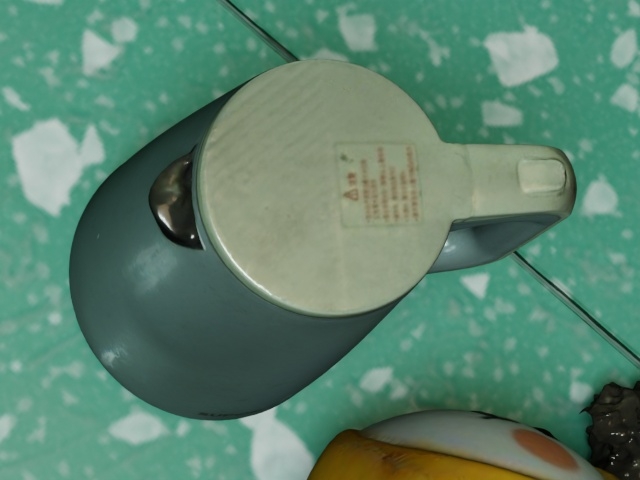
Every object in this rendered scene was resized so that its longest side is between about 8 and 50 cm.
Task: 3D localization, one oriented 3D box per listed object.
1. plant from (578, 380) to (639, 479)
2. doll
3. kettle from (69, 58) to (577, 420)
[{"bbox_3d":[0.182,0.157,0.947,0.085,0.087,0.174,9,81,-40],"label":"plant"},{"bbox_3d":[0.096,0.193,0.850,0.236,0.213,0.213,19,75,-25],"label":"doll"},{"bbox_3d":[0.000,0.000,0.835,0.211,0.243,0.160,3,79,-17],"label":"kettle"}]
